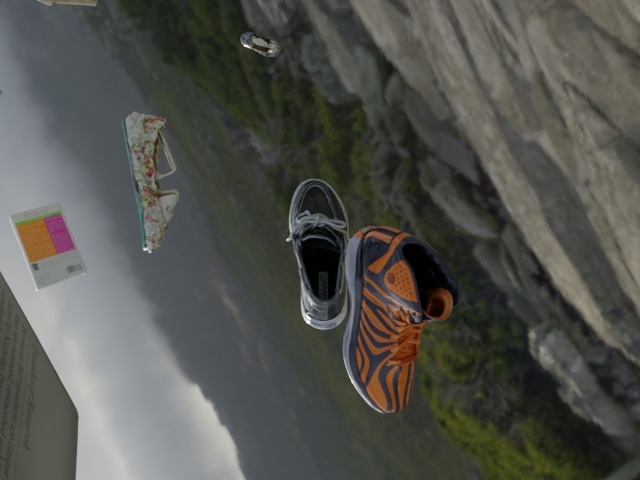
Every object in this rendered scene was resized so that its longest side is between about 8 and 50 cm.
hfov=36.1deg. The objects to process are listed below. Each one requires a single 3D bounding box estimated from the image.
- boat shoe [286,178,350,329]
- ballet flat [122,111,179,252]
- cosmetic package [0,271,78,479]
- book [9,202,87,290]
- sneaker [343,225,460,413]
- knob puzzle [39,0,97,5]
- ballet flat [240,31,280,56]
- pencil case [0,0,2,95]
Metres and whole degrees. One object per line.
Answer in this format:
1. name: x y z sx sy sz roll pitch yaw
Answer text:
1. boat shoe: -0.004 0.000 1.724 0.105 0.113 0.306 89 -178 -55
2. ballet flat: -0.280 -0.099 1.659 0.091 0.077 0.241 -108 10 -77
3. cosmetic package: -0.440 0.175 0.855 0.327 0.329 0.394 -108 0 -55
4. book: -0.502 0.009 1.810 0.144 0.096 0.035 65 155 12
5. sneaker: 0.131 0.141 1.560 0.180 0.124 0.321 11 115 52
6. knob puzzle: -0.547 -0.539 1.916 0.030 0.213 0.213 -49 63 44
7. ballet flat: -0.123 -0.429 2.156 0.114 0.041 0.041 9 -142 -44
8. pencil case: -0.562 -0.364 1.500 0.183 0.160 0.410 24 -137 -31
